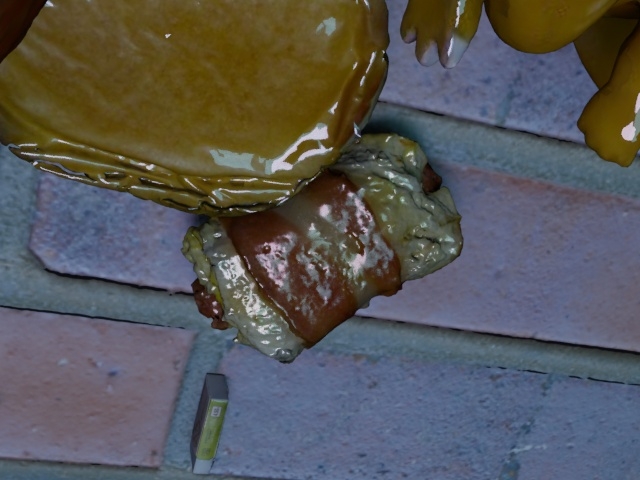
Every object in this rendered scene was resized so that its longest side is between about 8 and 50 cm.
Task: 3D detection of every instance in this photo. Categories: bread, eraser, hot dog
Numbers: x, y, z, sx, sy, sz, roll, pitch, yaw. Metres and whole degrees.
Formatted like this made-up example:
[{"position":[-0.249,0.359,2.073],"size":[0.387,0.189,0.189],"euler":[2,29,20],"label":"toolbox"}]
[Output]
[{"position":[-0.088,-0.136,0.585],"size":[0.253,0.142,0.227],"euler":[19,112,-26],"label":"bread"},{"position":[-0.098,0.160,0.811],"size":[0.019,0.038,0.083],"euler":[7,117,-19],"label":"eraser"},{"position":[0.000,0.000,0.712],"size":[0.213,0.103,0.146],"euler":[-26,102,-8],"label":"hot dog"}]

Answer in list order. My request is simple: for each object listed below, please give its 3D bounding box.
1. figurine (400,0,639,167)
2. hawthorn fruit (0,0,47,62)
[{"position":[0.223,-0.176,0.502],"size":[0.387,0.401,0.268],"euler":[1,120,-27],"label":"figurine"},{"position":[-0.258,-0.223,0.321],"size":[0.402,0.403,0.403],"euler":[-6,121,-10],"label":"hawthorn fruit"}]
